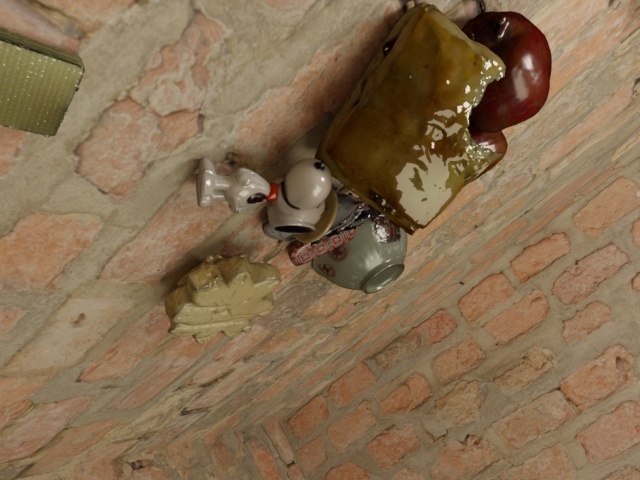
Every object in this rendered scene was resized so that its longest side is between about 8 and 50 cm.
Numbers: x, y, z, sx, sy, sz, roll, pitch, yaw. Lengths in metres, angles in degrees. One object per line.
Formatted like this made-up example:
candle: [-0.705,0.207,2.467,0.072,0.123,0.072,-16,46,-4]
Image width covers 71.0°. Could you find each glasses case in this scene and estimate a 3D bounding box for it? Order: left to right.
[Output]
glasses case: [0.000,0.000,1.228,0.194,0.049,0.073,-27,131,-3]

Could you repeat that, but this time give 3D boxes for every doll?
doll: [-0.100,-0.086,0.883,0.271,0.144,0.208,-6,146,-7]

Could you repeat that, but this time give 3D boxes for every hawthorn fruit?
hawthorn fruit: [0.348,-0.340,0.869,0.208,0.208,0.248,-33,151,1]

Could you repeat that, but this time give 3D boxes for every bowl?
bowl: [0.156,0.058,1.376,0.337,0.157,0.337,-25,151,-15]

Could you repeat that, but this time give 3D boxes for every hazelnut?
hazelnut: [0.319,-0.223,1.046,0.181,0.212,0.181,36,98,-29]

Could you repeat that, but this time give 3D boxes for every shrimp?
shrimp: [0.023,-0.059,1.092,0.343,0.116,0.145,-11,147,-22]

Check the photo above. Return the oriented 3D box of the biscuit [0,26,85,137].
biscuit: [-0.397,-0.195,0.518,0.199,0.040,0.121,7,136,-49]

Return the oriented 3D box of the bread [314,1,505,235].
bread: [0.180,-0.191,0.833,0.314,0.191,0.370,35,121,-13]

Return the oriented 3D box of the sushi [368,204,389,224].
sushi: [0.236,-0.141,1.192,0.241,0.107,0.161,-17,145,-27]

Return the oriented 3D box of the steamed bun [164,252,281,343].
steamed bun: [-0.241,0.120,1.096,0.292,0.137,0.295,-31,145,7]
